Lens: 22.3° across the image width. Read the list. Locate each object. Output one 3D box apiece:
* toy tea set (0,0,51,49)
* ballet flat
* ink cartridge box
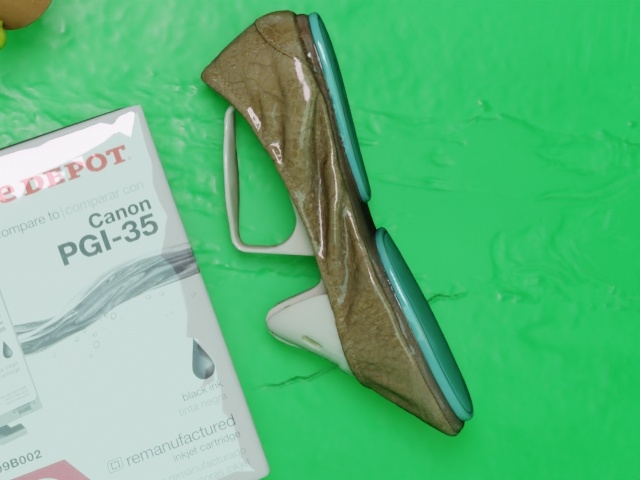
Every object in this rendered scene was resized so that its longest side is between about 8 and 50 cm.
[{"bbox_3d":[-0.241,-0.208,1.160,0.200,0.124,0.336,41,102,24],"label":"toy tea set"},{"bbox_3d":[0.000,0.000,1.218,0.124,0.116,0.342,-21,94,9],"label":"ballet flat"},{"bbox_3d":[-0.183,0.066,1.165,0.207,0.117,0.283,-20,95,-11],"label":"ink cartridge box"}]
